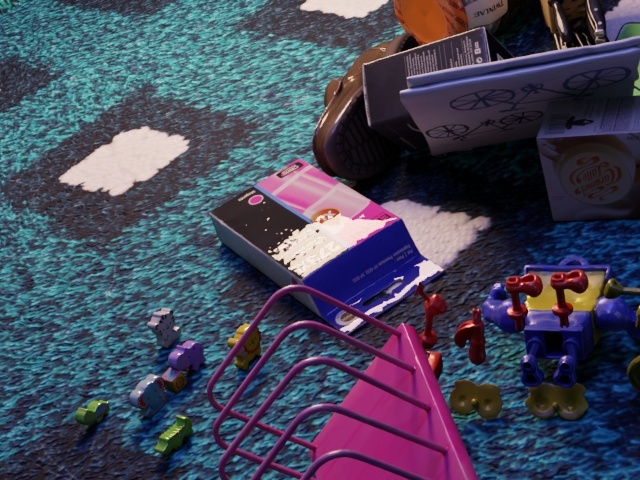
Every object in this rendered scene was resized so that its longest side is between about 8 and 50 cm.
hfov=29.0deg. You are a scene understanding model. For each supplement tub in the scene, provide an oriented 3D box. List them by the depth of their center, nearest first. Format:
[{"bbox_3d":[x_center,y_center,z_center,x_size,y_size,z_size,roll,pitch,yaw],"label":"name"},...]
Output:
[{"bbox_3d":[0.290,-0.474,2.211,0.316,0.193,0.193,-39,38,-27],"label":"supplement tub"}]

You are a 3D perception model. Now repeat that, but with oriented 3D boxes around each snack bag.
[{"bbox_3d":[0.292,-0.198,1.745,0.323,0.342,0.037,-10,78,11],"label":"snack bag"}]

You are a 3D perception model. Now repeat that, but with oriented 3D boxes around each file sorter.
[{"bbox_3d":[0.006,0.214,1.274,0.202,0.182,0.291,-55,26,21],"label":"file sorter"}]

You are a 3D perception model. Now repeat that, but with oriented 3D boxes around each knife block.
[{"bbox_3d":[0.408,-0.423,2.032,0.088,0.276,0.242,-14,10,7],"label":"knife block"}]

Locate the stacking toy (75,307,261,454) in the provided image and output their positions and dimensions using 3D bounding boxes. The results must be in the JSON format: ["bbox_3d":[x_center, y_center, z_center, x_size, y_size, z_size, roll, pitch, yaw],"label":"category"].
[{"bbox_3d":[-0.202,0.179,1.634,0.167,0.052,0.221,9,43,37],"label":"stacking toy"}]

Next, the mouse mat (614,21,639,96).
[{"bbox_3d":[0.507,-0.266,1.912,0.152,0.007,0.190,10,62,37],"label":"mouse mat"}]

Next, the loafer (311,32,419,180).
[{"bbox_3d":[0.067,-0.207,2.017,0.130,0.134,0.366,-11,27,32],"label":"loafer"}]

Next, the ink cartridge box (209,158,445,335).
[{"bbox_3d":[0.000,0.000,1.789,0.175,0.069,0.371,-32,37,-18],"label":"ink cartridge box"}]

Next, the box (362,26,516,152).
[{"bbox_3d":[0.189,-0.225,1.882,0.207,0.153,0.108,-13,72,25],"label":"box"}]

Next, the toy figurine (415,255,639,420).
[{"bbox_3d":[0.304,0.065,1.426,0.362,0.191,0.217,-3,31,22],"label":"toy figurine"}]

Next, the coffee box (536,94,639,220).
[{"bbox_3d":[0.429,-0.112,1.655,0.246,0.141,0.098,-1,37,24],"label":"coffee box"}]
